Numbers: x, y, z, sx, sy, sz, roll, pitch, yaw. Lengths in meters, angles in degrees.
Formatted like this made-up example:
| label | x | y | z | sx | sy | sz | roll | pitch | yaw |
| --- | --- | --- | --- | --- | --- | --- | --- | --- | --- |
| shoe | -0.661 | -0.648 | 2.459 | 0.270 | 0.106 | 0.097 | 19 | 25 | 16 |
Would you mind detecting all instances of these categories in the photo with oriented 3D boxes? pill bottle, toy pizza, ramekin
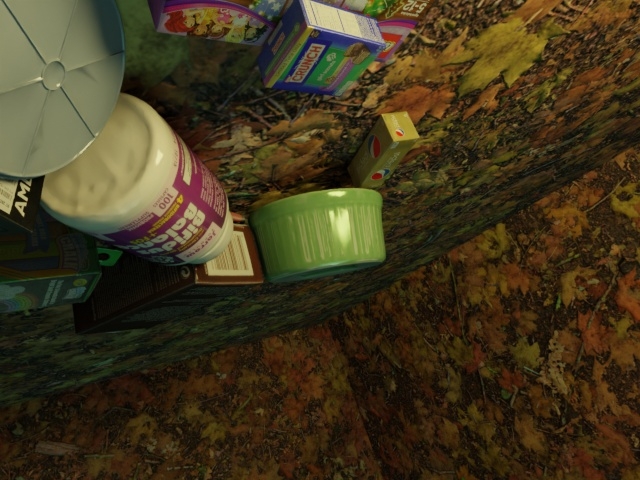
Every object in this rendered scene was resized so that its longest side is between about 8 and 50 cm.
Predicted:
| label | x | y | z | sx | sy | sz | roll | pitch | yaw |
| --- | --- | --- | --- | --- | --- | --- | --- | --- | --- |
| pill bottle | -0.231 | -0.057 | 0.636 | 0.169 | 0.169 | 0.301 | -21 | 163 | 3 |
| toy pizza | -0.245 | -0.150 | 0.390 | 0.032 | 0.201 | 0.201 | 24 | 160 | 4 |
| ramekin | 0.000 | 0.000 | 0.996 | 0.304 | 0.148 | 0.303 | -9 | 171 | -1 |

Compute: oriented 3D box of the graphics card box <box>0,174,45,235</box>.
| label | x | y | z | sx | sy | sz | roll | pitch | yaw |
| --- | --- | --- | --- | --- | --- | --- | --- | --- | --- |
| graphics card box | -0.409 | -0.102 | 0.290 | 0.233 | 0.094 | 0.371 | -5 | 159 | 3 |

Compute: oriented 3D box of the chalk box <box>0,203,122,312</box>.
| label | x | y | z | sx | sy | sz | roll | pitch | yaw |
| --- | --- | --- | --- | --- | --- | --- | --- | --- | --- |
| chalk box | -0.439 | 0.026 | 0.719 | 0.213 | 0.132 | 0.132 | -5 | 156 | -43 |

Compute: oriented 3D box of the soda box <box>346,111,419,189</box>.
| label | x | y | z | sx | sy | sz | roll | pitch | yaw |
| --- | --- | --- | --- | --- | --- | --- | --- | --- | --- |
| soda box | 0.116 | -0.168 | 0.872 | 0.058 | 0.061 | 0.181 | -13 | 161 | -24 |

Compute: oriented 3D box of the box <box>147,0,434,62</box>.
| label | x | y | z | sx | sy | sz | roll | pitch | yaw |
| --- | --- | --- | --- | --- | --- | --- | --- | --- | --- |
| box | 0.004 | -0.275 | 0.426 | 0.293 | 0.057 | 0.201 | -9 | 160 | -34 |

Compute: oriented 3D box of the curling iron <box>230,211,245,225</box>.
| label | x | y | z | sx | sy | sz | roll | pitch | yaw |
| --- | --- | --- | --- | --- | --- | --- | --- | --- | --- |
| curling iron | -0.245 | -0.051 | 0.863 | 0.068 | 0.035 | 0.274 | -28 | 161 | 24 |

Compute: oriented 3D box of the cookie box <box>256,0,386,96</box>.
| label | x | y | z | sx | sy | sz | roll | pitch | yaw |
| --- | --- | --- | --- | --- | --- | --- | --- | --- | --- |
| cookie box | 0.000 | -0.202 | 0.481 | 0.107 | 0.040 | 0.092 | -6 | 162 | -37 |

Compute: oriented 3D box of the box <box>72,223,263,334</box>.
| label | x | y | z | sx | sy | sz | roll | pitch | yaw |
| --- | --- | --- | --- | --- | --- | --- | --- | --- | --- |
| box | -0.331 | 0.084 | 0.947 | 0.381 | 0.143 | 0.191 | -24 | 163 | 27 |
